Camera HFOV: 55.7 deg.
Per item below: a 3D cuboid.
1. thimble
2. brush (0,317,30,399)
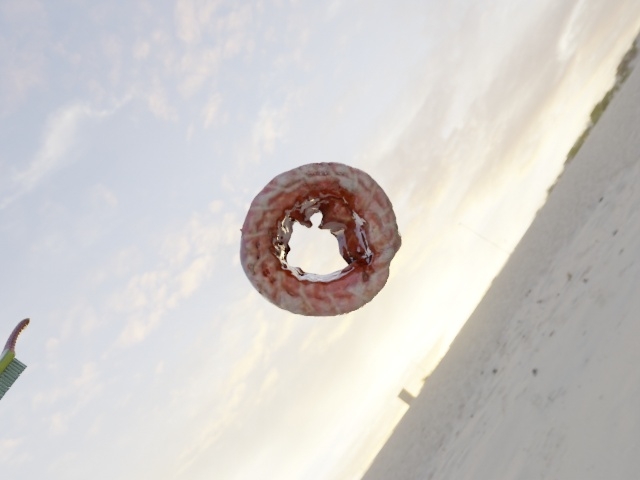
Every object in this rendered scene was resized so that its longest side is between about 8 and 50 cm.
[{"bbox_3d":[0.000,0.000,0.909,0.239,0.239,0.162,-52,0,-7],"label":"thimble"},{"bbox_3d":[-0.206,0.081,0.402,0.019,0.021,0.083,-44,22,18],"label":"brush"}]
